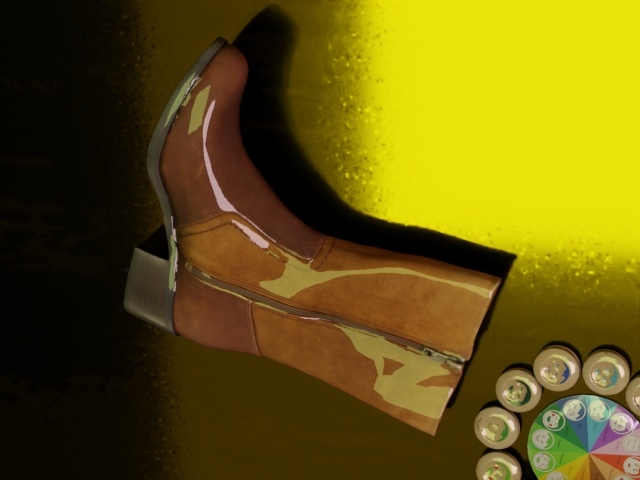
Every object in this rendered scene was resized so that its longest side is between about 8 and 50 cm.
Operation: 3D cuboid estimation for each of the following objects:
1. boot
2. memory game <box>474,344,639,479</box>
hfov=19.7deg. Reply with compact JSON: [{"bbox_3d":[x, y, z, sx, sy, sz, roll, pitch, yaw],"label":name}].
[{"bbox_3d":[0.000,0.000,1.417,0.280,0.096,0.264,20,113,10],"label":"boot"},{"bbox_3d":[0.209,0.170,1.451,0.186,0.012,0.186,6,110,17],"label":"memory game"}]
